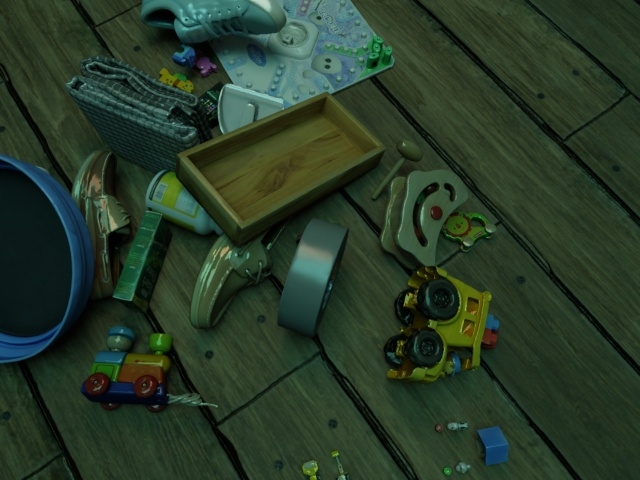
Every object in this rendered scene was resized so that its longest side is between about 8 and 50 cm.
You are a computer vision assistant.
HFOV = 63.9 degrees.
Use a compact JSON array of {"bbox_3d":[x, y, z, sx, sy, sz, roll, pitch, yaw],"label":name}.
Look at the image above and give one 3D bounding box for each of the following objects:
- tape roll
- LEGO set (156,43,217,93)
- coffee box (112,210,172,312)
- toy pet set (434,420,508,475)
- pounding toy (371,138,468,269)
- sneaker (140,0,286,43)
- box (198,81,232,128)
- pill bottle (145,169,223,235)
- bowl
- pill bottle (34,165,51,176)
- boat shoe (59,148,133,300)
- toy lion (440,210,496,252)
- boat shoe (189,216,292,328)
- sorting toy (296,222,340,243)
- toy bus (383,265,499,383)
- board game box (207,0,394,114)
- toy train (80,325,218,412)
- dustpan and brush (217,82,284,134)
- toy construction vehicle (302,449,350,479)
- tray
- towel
[{"bbox_3d":[-0.012,0.070,0.978,0.072,0.219,0.219,19,69,6],"label":"tape roll"},{"bbox_3d":[-0.323,-0.374,1.218,0.093,0.087,0.227,28,72,10],"label":"LEGO set"},{"bbox_3d":[-0.355,0.046,1.040,0.040,0.113,0.184,13,68,1],"label":"coffee box"},{"bbox_3d":[0.281,0.392,0.941,0.114,0.065,0.122,-8,69,-4],"label":"toy pet set"},{"bbox_3d":[0.208,-0.071,1.116,0.154,0.155,0.270,16,79,-22],"label":"pounding toy"},{"bbox_3d":[-0.259,-0.516,1.209,0.365,0.135,0.150,18,80,19],"label":"sneaker"},{"bbox_3d":[-0.247,-0.318,1.210,0.052,0.062,0.083,42,74,13],"label":"box"},{"bbox_3d":[-0.268,-0.073,1.092,0.184,0.103,0.103,23,70,7],"label":"pill bottle"},{"bbox_3d":[-0.602,0.031,0.964,0.390,0.077,0.392,2,99,14],"label":"bowl"},{"bbox_3d":[-0.604,-0.060,1.077,0.107,0.108,0.180,-13,70,-6],"label":"pill bottle"},{"bbox_3d":[-0.450,-0.031,1.072,0.116,0.123,0.325,3,78,-4],"label":"boat shoe"},{"bbox_3d":[0.318,-0.029,1.128,0.100,0.034,0.096,-28,64,-12],"label":"toy lion"},{"bbox_3d":[-0.151,0.032,1.043,0.110,0.122,0.341,22,68,8],"label":"boat shoe"},{"bbox_3d":[0.000,0.000,1.092,0.101,0.061,0.042,-19,69,16],"label":"sorting toy"},{"bbox_3d":[0.249,0.186,0.993,0.211,0.149,0.220,22,71,-10],"label":"toy bus"},{"bbox_3d":[-0.070,-0.523,1.301,0.389,0.050,0.390,-27,71,-11],"label":"board game box"},{"bbox_3d":[-0.307,0.243,0.977,0.247,0.105,0.144,3,55,0],"label":"toy train"},{"bbox_3d":[-0.175,-0.237,1.170,0.147,0.060,0.211,14,102,-6],"label":"dustpan and brush"},{"bbox_3d":[0.013,0.445,0.936,0.085,0.035,0.098,-23,68,2],"label":"toy construction vehicle"},{"bbox_3d":[-0.072,-0.166,1.083,0.410,0.076,0.203,-33,72,-33],"label":"tray"},{"bbox_3d":[-0.354,-0.248,1.090,0.283,0.235,0.121,22,69,8],"label":"towel"}]
